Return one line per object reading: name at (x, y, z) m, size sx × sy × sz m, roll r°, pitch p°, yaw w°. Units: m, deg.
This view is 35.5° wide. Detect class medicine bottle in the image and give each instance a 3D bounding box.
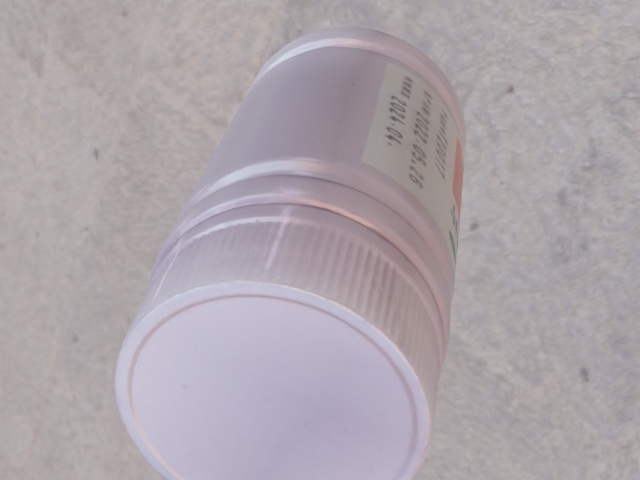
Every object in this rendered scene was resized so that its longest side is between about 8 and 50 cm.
medicine bottle at (0.000, 0.000, 0.477) m, size 0.133 × 0.249 × 0.133 m, roll 5°, pitch 121°, yaw 8°
